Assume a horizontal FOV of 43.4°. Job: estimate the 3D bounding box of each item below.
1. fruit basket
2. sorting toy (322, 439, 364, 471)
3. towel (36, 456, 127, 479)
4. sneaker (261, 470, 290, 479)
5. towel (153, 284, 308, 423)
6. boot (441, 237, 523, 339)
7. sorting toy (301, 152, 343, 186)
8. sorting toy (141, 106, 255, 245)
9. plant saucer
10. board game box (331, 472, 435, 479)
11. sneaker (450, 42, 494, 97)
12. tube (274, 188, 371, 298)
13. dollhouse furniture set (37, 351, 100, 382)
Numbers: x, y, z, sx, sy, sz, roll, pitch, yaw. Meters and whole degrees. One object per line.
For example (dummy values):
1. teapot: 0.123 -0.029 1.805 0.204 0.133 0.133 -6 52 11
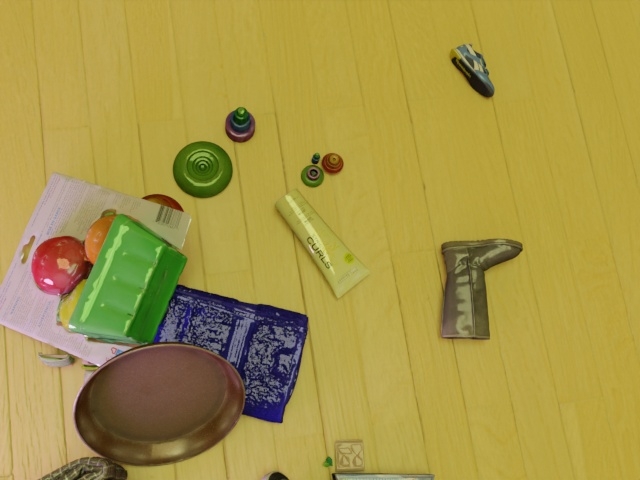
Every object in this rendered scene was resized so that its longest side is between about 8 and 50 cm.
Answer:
1. fruit basket: -0.446 0.057 1.565 0.353 0.165 0.326 15 79 27
2. sorting toy: 0.045 0.430 1.606 0.083 0.012 0.062 0 75 -9
3. towel: -0.475 0.485 1.410 0.284 0.235 0.121 -27 77 -14
4. sneaker: 0.009 0.519 1.491 0.268 0.153 0.101 51 33 12
5. towel: -0.191 0.219 1.599 0.309 0.076 0.227 14 73 -3
6. boot: 0.342 0.105 1.700 0.190 0.076 0.208 -5 68 6
7. sorting toy: 0.003 -0.162 1.743 0.102 0.042 0.061 -33 82 -14
8. sorting toy: -0.260 -0.147 1.663 0.127 0.126 0.365 38 75 4
9. plant saucer: -0.296 0.296 1.489 0.311 0.310 0.050 -11 38 -10
10. board game box: 0.139 0.529 1.568 0.194 0.060 0.194 -11 77 -9
11. sneaker: 0.360 -0.394 1.847 0.059 0.053 0.144 -32 82 -16
12. tube: 0.000 0.000 1.694 0.070 0.062 0.240 -39 87 26
13. dollhouse furniture set: -0.469 0.252 1.554 0.152 0.076 0.058 4 74 -7
